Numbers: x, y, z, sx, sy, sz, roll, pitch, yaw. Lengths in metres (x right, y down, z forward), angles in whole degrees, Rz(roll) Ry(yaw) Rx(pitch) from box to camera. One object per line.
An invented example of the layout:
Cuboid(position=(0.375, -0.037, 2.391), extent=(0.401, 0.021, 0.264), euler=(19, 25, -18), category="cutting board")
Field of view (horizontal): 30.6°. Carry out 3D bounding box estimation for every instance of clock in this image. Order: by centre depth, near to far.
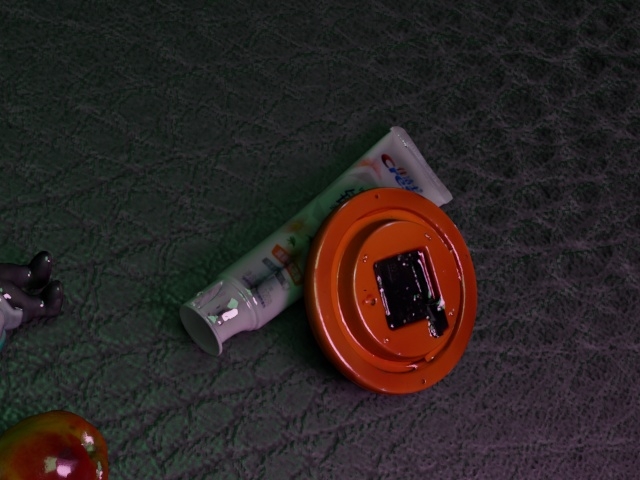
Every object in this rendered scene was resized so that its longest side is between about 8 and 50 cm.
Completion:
Cuboid(position=(0.073, 0.049, 1.147), extent=(0.205, 0.051, 0.205), euler=(6, 79, -33), category="clock")

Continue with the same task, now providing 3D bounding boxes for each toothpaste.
Cuboid(position=(0.000, 0.000, 1.170), extent=(0.323, 0.066, 0.100), euler=(-37, 90, -29), category="toothpaste")

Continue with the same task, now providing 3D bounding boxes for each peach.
Cuboid(position=(-0.240, 0.197, 1.012), extent=(0.101, 0.101, 0.100), euler=(5, 70, -15), category="peach")

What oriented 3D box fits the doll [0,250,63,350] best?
Cuboid(position=(-0.362, 0.040, 1.003), extent=(0.195, 0.153, 0.258), euler=(37, 47, 12), category="doll")
